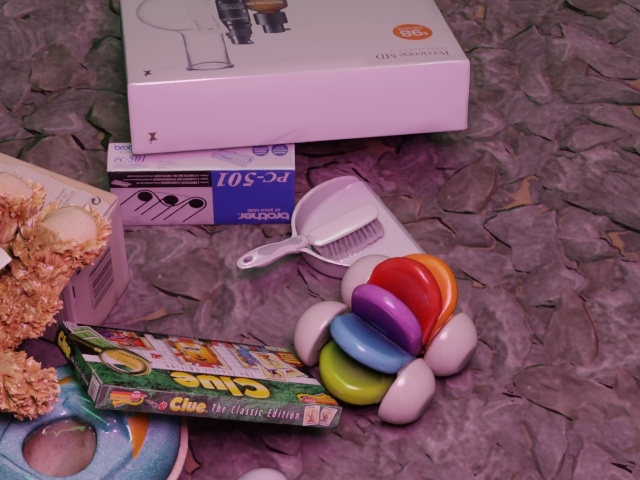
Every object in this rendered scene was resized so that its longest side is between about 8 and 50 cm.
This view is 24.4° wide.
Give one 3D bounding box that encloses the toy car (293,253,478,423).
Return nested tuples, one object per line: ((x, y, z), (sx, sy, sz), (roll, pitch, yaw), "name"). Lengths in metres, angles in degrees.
((0.072, 0.085, 1.524), (0.159, 0.136, 0.182), (36, 59, 17), "toy car")

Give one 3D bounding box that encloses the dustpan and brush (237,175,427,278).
((0.000, 0.000, 1.642), (0.211, 0.060, 0.147), (-26, 57, -20), "dustpan and brush")

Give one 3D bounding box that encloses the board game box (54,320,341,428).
((-0.119, 0.133, 1.449), (0.259, 0.030, 0.136), (9, 21, -31), "board game box")

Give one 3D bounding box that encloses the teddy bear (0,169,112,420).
((-0.337, 0.079, 1.396), (0.245, 0.113, 0.338), (12, 63, 10), "teddy bear")

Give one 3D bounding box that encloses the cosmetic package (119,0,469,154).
((-0.041, -0.214, 1.726), (0.377, 0.097, 0.284), (-5, 33, -8), "cosmetic package")

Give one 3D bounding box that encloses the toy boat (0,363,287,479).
((-0.172, 0.219, 1.396), (0.318, 0.148, 0.267), (24, 42, 11), "toy boat")

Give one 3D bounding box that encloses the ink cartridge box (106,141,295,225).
((-0.132, -0.064, 1.665), (0.207, 0.097, 0.046), (-1, 52, -3), "ink cartridge box")

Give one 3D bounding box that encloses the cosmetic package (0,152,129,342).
((-0.369, -0.012, 1.580), (0.309, 0.160, 0.113), (21, 53, 13), "cosmetic package")
